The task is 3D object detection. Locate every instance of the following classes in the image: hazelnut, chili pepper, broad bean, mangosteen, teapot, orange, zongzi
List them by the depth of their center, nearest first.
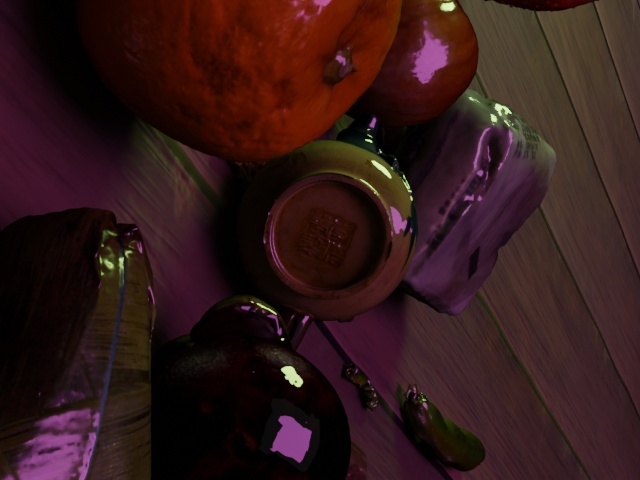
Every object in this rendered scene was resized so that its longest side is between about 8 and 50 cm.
[{"bbox_3d":[-0.224,0.112,0.692,0.300,0.138,0.286,9,78,-59],"label":"zongzi"},{"bbox_3d":[-0.062,-0.197,0.876,0.261,0.261,0.261,7,82,-61],"label":"orange"},{"bbox_3d":[-0.076,0.163,0.903,0.210,0.210,0.210,7,82,-61],"label":"mangosteen"},{"bbox_3d":[0.000,0.000,1.098,0.182,0.173,0.269,-102,-147,-83],"label":"teapot"},{"bbox_3d":[0.061,-0.211,1.195,0.186,0.210,0.210,68,27,-75],"label":"hazelnut"},{"bbox_3d":[0.050,0.169,1.294,0.083,0.022,0.027,59,7,-40],"label":"chili pepper"},{"bbox_3d":[0.168,0.263,1.471,0.254,0.046,0.065,45,37,-50],"label":"broad bean"}]

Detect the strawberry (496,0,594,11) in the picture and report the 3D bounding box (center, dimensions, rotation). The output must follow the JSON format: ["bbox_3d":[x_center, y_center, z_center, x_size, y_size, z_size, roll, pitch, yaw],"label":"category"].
[{"bbox_3d":[0.275,-0.418,1.477,0.277,0.257,0.257,49,23,18],"label":"strawberry"}]

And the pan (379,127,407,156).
[{"bbox_3d":[0.103,-0.122,1.376,0.202,0.048,0.128,-3,91,-60],"label":"pan"}]

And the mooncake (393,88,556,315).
[{"bbox_3d":[0.153,-0.050,1.314,0.250,0.136,0.254,-58,155,0],"label":"mooncake"}]

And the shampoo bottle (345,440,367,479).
[{"bbox_3d":[-0.024,0.192,1.109,0.236,0.067,0.068,46,59,-50],"label":"shampoo bottle"}]

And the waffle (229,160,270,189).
[{"bbox_3d":[-0.071,-0.089,1.094,0.078,0.016,0.085,-55,135,-47],"label":"waffle"}]
